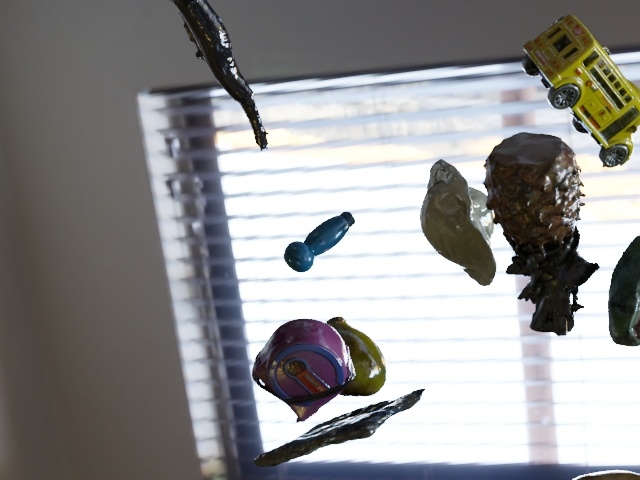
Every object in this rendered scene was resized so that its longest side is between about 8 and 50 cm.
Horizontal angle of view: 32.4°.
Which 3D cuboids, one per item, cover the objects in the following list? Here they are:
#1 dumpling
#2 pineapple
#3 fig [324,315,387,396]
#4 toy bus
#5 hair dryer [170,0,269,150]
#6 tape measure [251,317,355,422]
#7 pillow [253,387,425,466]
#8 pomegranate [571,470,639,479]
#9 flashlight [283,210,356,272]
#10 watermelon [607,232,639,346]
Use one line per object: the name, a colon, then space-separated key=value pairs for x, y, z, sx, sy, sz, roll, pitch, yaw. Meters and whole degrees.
dumpling: x=0.263 y=-0.021 z=2.000 sx=0.131 sy=0.252 sz=0.179 roll=-21 pitch=-164 yaw=-15
pineapple: x=0.330 y=0.000 z=1.623 sx=0.141 sy=0.310 sz=0.170 roll=-32 pitch=-146 yaw=-27
fig: x=0.040 y=0.205 z=1.838 sx=0.153 sy=0.121 sz=0.136 roll=35 pitch=-178 yaw=23
toy bus: x=0.537 y=-0.289 z=2.171 sx=0.152 sy=0.330 sz=0.144 roll=-39 pitch=-137 yaw=15
hair dryer: x=-0.175 y=-0.253 z=1.424 sx=0.303 sy=0.359 sz=0.120 roll=-7 pitch=-145 yaw=34
tape measure: x=-0.024 y=0.165 z=1.445 sx=0.125 sy=0.118 sz=0.074 roll=-36 pitch=-156 yaw=15
pillow: x=0.031 y=0.302 z=1.768 sx=0.255 sy=0.034 sz=0.189 roll=-27 pitch=176 yaw=36
pomegranate: x=0.470 y=0.527 z=1.772 sx=0.322 sy=0.322 sz=0.322 roll=-8 pitch=-164 yaw=2
flashlight: x=0.000 y=0.000 z=1.649 sx=0.129 sy=0.051 sz=0.051 roll=-38 pitch=-154 yaw=-19
watermelon: x=0.505 y=0.076 z=1.631 sx=0.139 sy=0.187 sz=0.071 roll=17 pitch=168 yaw=1
